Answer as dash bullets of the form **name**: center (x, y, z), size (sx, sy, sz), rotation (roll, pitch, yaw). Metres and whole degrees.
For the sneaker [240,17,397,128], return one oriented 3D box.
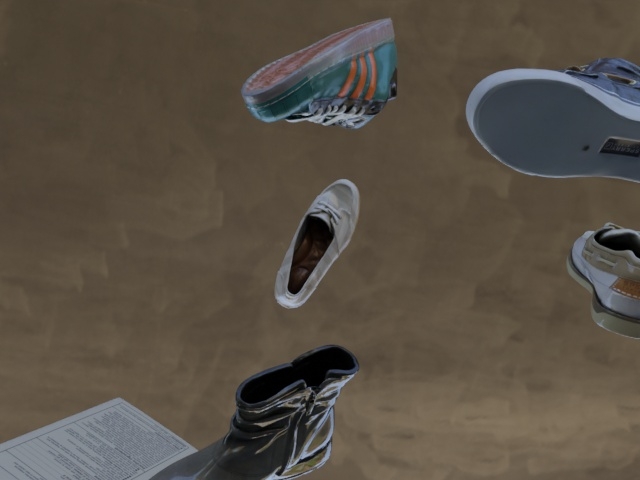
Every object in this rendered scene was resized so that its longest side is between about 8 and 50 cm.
- **sneaker**: center (0.021, -0.187, 0.996), size (0.108, 0.302, 0.121), rotation (-4, -67, 37)

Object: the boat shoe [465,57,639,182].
- **boat shoe**: center (0.164, -0.086, 0.522), size (0.184, 0.083, 0.065), rotation (9, -52, -24)

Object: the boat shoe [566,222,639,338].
- **boat shoe**: center (0.425, 0.032, 1.129), size (0.113, 0.302, 0.103), rotation (12, -71, 3)

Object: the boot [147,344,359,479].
- **boot**: center (-0.080, 0.187, 0.760), size (0.247, 0.083, 0.161), rotation (-23, -37, -30)

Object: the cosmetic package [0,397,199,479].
- **cosmetic package**: center (-0.308, 0.317, 1.007), size (0.160, 0.309, 0.113), rotation (28, -75, 20)

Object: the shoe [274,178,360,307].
- **shoe**: center (0.000, 0.000, 1.183), size (0.077, 0.058, 0.219), rotation (25, -106, 6)
